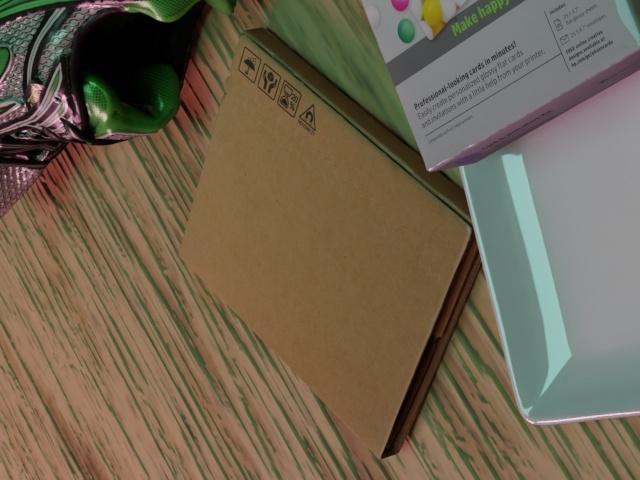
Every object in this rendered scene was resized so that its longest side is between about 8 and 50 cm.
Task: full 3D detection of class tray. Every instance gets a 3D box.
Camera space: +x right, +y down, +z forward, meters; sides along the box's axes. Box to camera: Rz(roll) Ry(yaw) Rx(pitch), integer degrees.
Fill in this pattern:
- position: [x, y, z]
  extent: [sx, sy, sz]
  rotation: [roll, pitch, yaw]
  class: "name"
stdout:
- position: [0.122, -0.051, 0.747]
  extent: [0.145, 0.030, 0.270]
  rotation: [-14, 90, 49]
  class: "tray"

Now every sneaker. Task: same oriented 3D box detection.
- position: [-0.173, -0.100, 0.988]
  extent: [0.343, 0.134, 0.146]
  rotation: [-47, 66, 44]
  class: "sneaker"

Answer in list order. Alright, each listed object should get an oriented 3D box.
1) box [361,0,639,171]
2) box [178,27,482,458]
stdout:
- position: [0.072, -0.144, 0.727]
  extent: [0.145, 0.038, 0.186]
  rotation: [-29, 77, 48]
  class: "box"
- position: [0.000, 0.000, 0.906]
  extent: [0.201, 0.021, 0.164]
  rotation: [42, 129, 32]
  class: "box"
